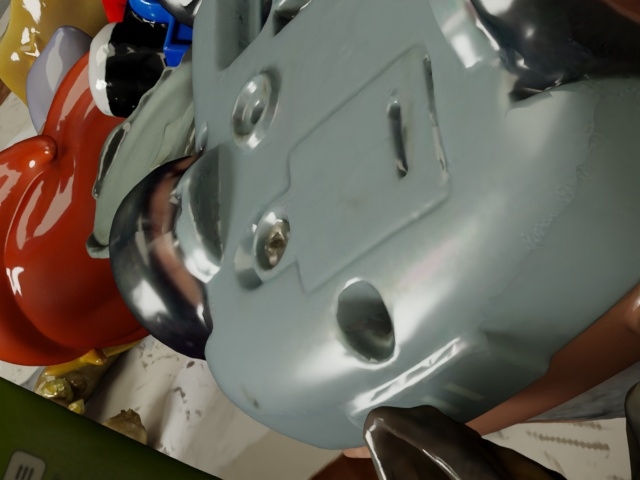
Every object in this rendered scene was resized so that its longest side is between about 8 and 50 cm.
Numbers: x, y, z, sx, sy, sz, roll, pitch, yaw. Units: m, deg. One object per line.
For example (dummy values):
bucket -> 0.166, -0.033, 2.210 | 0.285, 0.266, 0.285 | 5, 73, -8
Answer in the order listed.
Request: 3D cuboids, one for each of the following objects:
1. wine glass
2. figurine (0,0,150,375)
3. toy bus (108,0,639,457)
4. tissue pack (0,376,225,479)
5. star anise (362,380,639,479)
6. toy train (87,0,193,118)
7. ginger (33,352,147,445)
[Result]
wine glass -> 0.000, 0.000, 0.560 | 0.122, 0.183, 0.122 | -44, 29, 33
figurine -> -0.118, -0.054, 0.790 | 0.257, 0.208, 0.181 | -100, 14, -50
toy bus -> 0.071, -0.061, 0.449 | 0.194, 0.232, 0.288 | -36, 47, 40
tissue pack -> -0.164, 0.218, 0.605 | 0.167, 0.200, 0.275 | -8, 58, 52
star anise -> 0.083, 0.131, 0.347 | 0.197, 0.212, 0.073 | -60, -4, 29
toy train -> -0.015, -0.092, 0.652 | 0.083, 0.203, 0.131 | 80, -163, -61
ginger -> -0.157, 0.093, 0.850 | 0.176, 0.052, 0.193 | -51, 32, 6
